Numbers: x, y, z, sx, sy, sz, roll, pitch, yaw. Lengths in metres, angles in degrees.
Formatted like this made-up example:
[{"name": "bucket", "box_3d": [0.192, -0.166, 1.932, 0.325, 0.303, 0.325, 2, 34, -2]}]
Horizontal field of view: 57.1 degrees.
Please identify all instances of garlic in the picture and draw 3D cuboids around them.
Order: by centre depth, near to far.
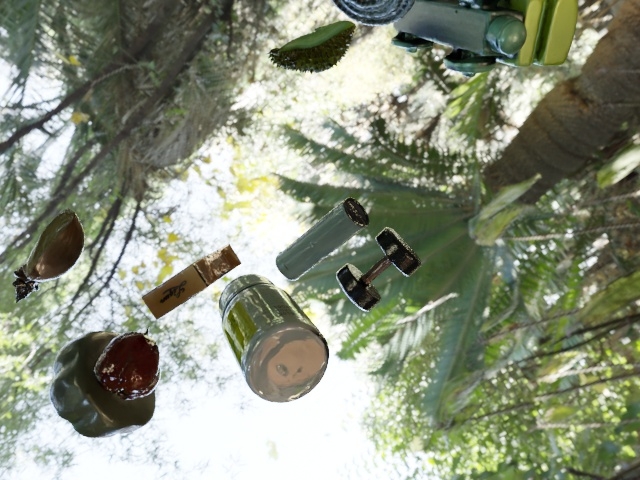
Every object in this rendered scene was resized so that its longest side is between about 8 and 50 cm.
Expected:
[{"name": "garlic", "box_3d": [-0.627, 0.029, 1.394, 0.101, 0.086, 0.196, 76, -150, -49]}]

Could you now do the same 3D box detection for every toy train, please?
[{"name": "toy train", "box_3d": [0.328, -0.468, 1.250, 0.272, 0.179, 0.442, -9, -150, -20]}]

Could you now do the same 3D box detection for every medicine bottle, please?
[{"name": "medicine bottle", "box_3d": [-0.091, 0.155, 1.014, 0.143, 0.143, 0.258, 39, -179, -26]}]

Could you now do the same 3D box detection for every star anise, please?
[{"name": "star anise", "box_3d": [-0.704, 0.082, 1.458, 0.056, 0.124, 0.129, 32, -141, 12]}]

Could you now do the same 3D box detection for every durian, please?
[{"name": "durian", "box_3d": [-0.016, -0.444, 1.405, 0.137, 0.220, 0.096, 53, -157, -90]}]

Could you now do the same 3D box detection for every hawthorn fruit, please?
[{"name": "hawthorn fruit", "box_3d": [-0.430, 0.275, 1.342, 0.148, 0.148, 0.172, 35, -124, -33]}]

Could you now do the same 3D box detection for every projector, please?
[{"name": "projector", "box_3d": [0.000, 0.000, 1.822, 0.108, 0.337, 0.108, 30, -140, -29]}]

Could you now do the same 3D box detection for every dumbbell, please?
[{"name": "dumbbell", "box_3d": [0.169, 0.084, 1.716, 0.152, 0.218, 0.152, 45, -169, -12]}]

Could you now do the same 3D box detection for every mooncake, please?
[{"name": "mooncake", "box_3d": [-0.530, 0.354, 1.442, 0.275, 0.135, 0.275, 48, -157, -28]}]

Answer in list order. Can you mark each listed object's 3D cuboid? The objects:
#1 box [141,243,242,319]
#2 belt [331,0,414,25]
[{"name": "box", "box_3d": [-0.295, 0.092, 1.389, 0.070, 0.152, 0.237, 58, -164, -1]}, {"name": "belt", "box_3d": [0.110, -0.539, 1.076, 0.206, 0.295, 0.161, 29, -116, 4]}]
